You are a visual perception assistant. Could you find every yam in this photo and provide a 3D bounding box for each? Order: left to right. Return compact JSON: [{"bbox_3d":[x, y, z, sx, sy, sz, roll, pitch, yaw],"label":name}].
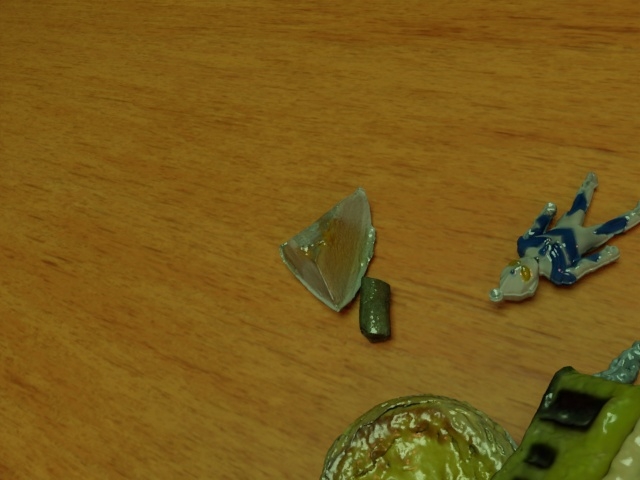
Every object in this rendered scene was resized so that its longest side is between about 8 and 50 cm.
[{"bbox_3d":[0.073,0.089,0.839,0.043,0.043,0.094,-7,56,19],"label":"yam"}]

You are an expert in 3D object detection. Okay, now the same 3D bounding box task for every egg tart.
[{"bbox_3d":[0.108,0.278,0.663,0.234,0.094,0.234,-11,57,17],"label":"egg tart"}]

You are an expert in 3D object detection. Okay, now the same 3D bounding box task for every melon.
[{"bbox_3d":[-0.002,0.002,0.903,0.140,0.093,0.202,-4,51,30],"label":"melon"}]

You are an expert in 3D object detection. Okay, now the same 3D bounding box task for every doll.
[{"bbox_3d":[0.303,0.008,0.788,0.227,0.057,0.114,-41,56,-9],"label":"doll"}]

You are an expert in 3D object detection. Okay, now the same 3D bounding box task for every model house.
[{"bbox_3d":[0.280,0.228,0.506,0.193,0.174,0.234,-47,13,-20],"label":"model house"}]

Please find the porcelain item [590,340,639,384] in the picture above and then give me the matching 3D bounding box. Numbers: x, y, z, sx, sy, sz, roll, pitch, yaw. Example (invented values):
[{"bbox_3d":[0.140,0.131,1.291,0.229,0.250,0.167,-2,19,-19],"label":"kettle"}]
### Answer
[{"bbox_3d":[0.333,0.148,0.697,0.083,0.028,0.036,-41,35,-5],"label":"porcelain item"}]
